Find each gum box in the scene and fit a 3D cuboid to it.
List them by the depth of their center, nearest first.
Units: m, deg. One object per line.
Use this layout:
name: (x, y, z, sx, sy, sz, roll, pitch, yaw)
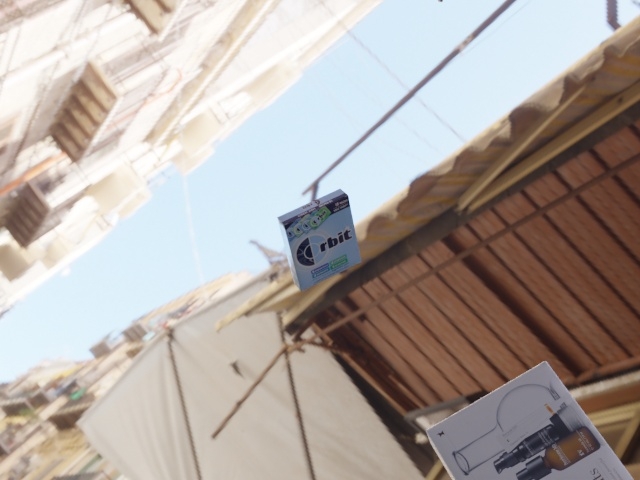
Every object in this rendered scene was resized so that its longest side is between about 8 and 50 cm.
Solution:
gum box: (0.000, 0.000, 1.682, 0.041, 0.157, 0.184, 46, -24, 49)

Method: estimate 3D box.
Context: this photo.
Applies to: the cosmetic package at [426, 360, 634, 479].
cosmetic package: (0.419, 0.461, 1.480, 0.377, 0.284, 0.097, 58, -2, 33)
